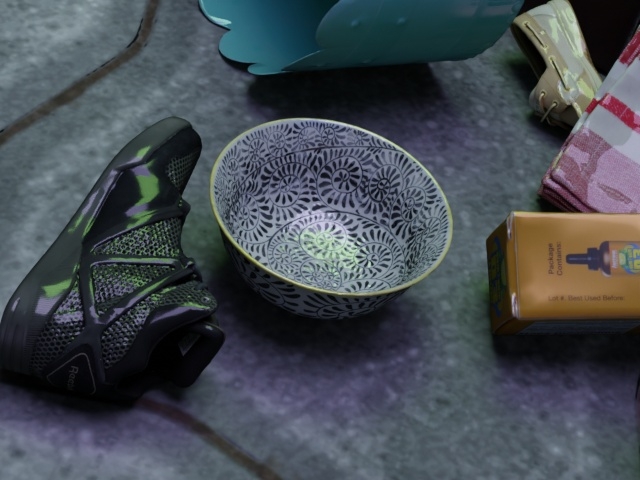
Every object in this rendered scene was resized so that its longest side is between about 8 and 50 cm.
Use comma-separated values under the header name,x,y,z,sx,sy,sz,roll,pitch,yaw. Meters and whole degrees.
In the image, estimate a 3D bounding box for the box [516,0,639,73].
name,x,y,z,sx,sy,sz,roll,pitch,yaw
box,0.224,-0.288,1.419,0.203,0.167,0.168,30,45,12

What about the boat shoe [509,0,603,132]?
name,x,y,z,sx,sy,sz,roll,pitch,yaw
boat shoe,0.198,-0.121,1.331,0.059,0.063,0.170,-15,58,0

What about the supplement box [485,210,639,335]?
name,x,y,z,sx,sy,sz,roll,pitch,yaw
supplement box,0.237,0.024,1.147,0.233,0.080,0.078,1,78,-10

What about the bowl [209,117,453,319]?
name,x,y,z,sx,sy,sz,roll,pitch,yaw
bowl,0.000,0.000,1.128,0.170,0.080,0.170,9,45,-9

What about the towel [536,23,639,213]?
name,x,y,z,sx,sy,sz,roll,pitch,yaw
towel,0.349,-0.113,1.248,0.237,0.037,0.329,31,83,12

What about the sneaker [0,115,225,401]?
name,x,y,z,sx,sy,sz,roll,pitch,yaw
sneaker,-0.107,0.018,1.075,0.130,0.087,0.227,24,47,4

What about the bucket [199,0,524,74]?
name,x,y,z,sx,sy,sz,roll,pitch,yaw
bucket,0.033,-0.260,1.269,0.183,0.281,0.281,-4,48,-29
